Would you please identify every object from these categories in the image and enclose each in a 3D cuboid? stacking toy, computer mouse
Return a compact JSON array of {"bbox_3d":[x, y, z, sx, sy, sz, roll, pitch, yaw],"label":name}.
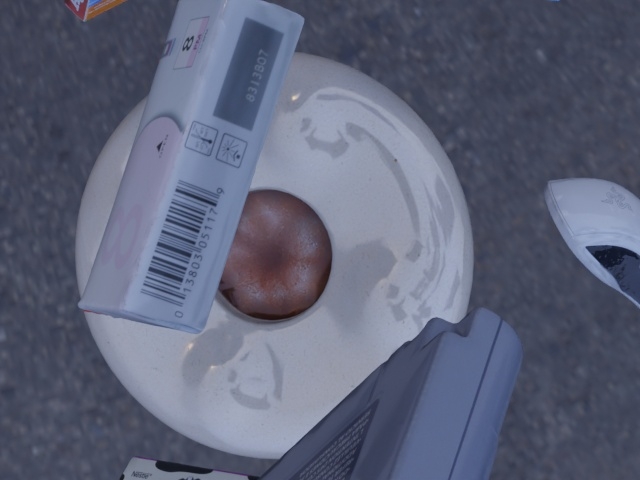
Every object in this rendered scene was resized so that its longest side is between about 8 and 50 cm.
[{"bbox_3d":[0.000,0.000,1.816,0.351,0.480,0.350,1,94,13],"label":"stacking toy"},{"bbox_3d":[0.203,0.011,1.178,0.042,0.106,0.193,-34,141,20],"label":"computer mouse"}]

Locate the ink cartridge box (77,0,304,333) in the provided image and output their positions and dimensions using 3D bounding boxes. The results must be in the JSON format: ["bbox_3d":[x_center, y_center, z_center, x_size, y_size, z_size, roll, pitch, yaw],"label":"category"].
[{"bbox_3d":[-0.102,-0.045,1.129,0.066,0.232,0.189,21,83,-27],"label":"ink cartridge box"}]

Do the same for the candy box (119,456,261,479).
[{"bbox_3d":[-0.011,0.227,1.165,0.233,0.159,0.071,51,56,-38],"label":"candy box"}]

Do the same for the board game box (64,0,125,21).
[{"bbox_3d":[-0.065,-0.269,1.397,0.281,0.027,0.145,-33,156,-36],"label":"board game box"}]

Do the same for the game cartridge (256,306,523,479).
[{"bbox_3d":[-0.021,0.172,0.875,0.060,0.196,0.294,37,133,-7],"label":"game cartridge"}]
